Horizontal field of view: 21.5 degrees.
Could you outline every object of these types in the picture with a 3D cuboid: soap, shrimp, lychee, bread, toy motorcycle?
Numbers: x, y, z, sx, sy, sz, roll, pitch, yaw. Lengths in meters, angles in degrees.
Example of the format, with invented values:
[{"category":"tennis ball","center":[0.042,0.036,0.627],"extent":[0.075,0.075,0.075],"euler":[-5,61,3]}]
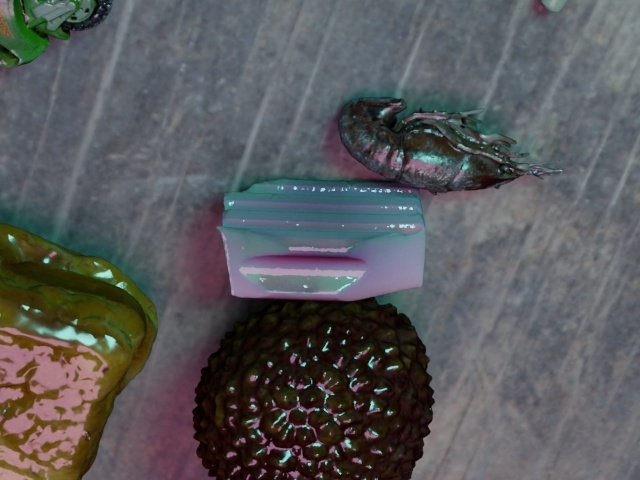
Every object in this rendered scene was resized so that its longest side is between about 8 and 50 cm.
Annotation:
[{"category":"soap","center":[0.000,0.000,1.209],"extent":[0.149,0.100,0.056],"euler":[1,117,-3]},{"category":"shrimp","center":[0.093,-0.065,1.204],"extent":[0.165,0.065,0.056],"euler":[8,149,-12]},{"category":"lychee","center":[-0.010,0.123,1.224],"extent":[0.188,0.188,0.188],"euler":[-1,118,-2]},{"category":"bread","center":[-0.296,0.060,1.205],"extent":[0.344,0.149,0.195],"euler":[22,103,-12]},{"category":"toy motorcycle","center":[-0.238,-0.176,1.131],"extent":[0.190,0.074,0.106],"euler":[26,122,-15]}]

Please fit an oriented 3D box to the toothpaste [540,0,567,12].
[{"category":"toothpaste","center":[0.200,-0.241,1.132],"extent":[0.048,0.029,0.197],"euler":[21,112,-15]}]
